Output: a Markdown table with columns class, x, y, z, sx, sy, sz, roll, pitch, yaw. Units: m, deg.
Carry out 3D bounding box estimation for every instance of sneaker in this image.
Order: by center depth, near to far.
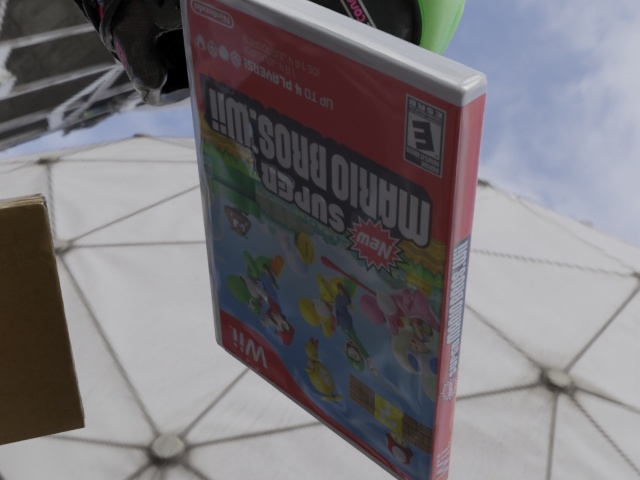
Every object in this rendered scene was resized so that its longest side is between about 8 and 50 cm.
| class | x | y | z | sx | sy | sz | roll | pitch | yaw |
| --- | --- | --- | --- | --- | --- | --- | --- | --- | --- |
| sneaker | -0.133 | -0.217 | 0.767 | 0.482 | 0.185 | 0.202 | 25 | -91 | 23 |

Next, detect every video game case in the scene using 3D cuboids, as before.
| class | x | y | z | sx | sy | sz | roll | pitch | yaw |
| --- | --- | --- | --- | --- | --- | --- | --- | --- | --- |
| video game case | 0.000 | 0.000 | 0.585 | 0.204 | 0.025 | 0.285 | 31 | -42 | 35 |

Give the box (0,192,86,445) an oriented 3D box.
| class | x | y | z | sx | sy | sz | roll | pitch | yaw |
| --- | --- | --- | --- | --- | --- | --- | --- | --- | --- |
| box | -0.264 | 0.066 | 0.636 | 0.201 | 0.021 | 0.164 | -10 | -72 | -14 |
